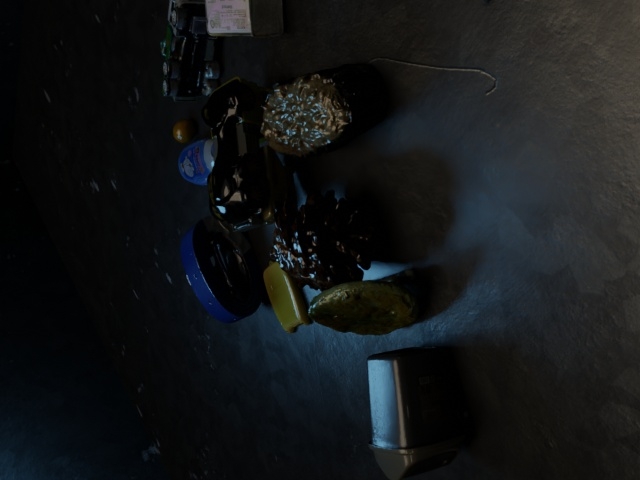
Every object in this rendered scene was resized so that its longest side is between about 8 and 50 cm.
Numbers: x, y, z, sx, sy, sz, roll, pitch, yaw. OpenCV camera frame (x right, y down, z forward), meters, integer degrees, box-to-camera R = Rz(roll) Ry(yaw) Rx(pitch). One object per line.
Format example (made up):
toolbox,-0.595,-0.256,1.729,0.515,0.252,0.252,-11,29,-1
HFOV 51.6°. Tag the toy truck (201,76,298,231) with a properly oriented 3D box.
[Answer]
toy truck,-0.186,-0.228,1.828,0.180,0.254,0.405,-16,77,43

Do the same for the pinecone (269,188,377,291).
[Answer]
pinecone,0.005,-0.004,1.675,0.295,0.242,0.298,9,143,35

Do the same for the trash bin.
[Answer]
trash bin,0.221,0.407,1.583,0.182,0.209,0.290,-15,79,55

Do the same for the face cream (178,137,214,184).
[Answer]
face cream,-0.376,-0.263,2.190,0.264,0.083,0.149,-8,100,52

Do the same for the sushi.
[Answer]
sushi,-0.005,-0.315,1.629,0.350,0.170,0.211,-4,102,53

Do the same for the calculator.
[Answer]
calculator,-0.116,0.173,2.076,0.157,0.033,0.237,-37,73,52

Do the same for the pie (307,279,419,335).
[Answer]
pie,0.110,0.170,1.622,0.277,0.277,0.079,-30,51,52

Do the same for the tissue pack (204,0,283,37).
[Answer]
tissue pack,-0.209,-0.646,1.791,0.225,0.124,0.185,19,119,47

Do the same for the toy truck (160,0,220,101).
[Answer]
toy truck,-0.411,-0.587,2.040,0.178,0.176,0.363,60,144,36

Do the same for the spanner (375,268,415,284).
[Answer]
spanner,0.112,0.131,1.719,0.325,0.095,0.040,-25,84,52

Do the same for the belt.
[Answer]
belt,-0.315,0.093,2.151,0.117,0.212,0.347,-30,84,53

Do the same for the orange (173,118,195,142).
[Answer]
orange,-0.467,-0.376,2.269,0.085,0.085,0.085,23,122,45

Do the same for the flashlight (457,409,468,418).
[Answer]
flashlight,0.327,0.427,1.628,0.083,0.018,0.018,-18,88,53
